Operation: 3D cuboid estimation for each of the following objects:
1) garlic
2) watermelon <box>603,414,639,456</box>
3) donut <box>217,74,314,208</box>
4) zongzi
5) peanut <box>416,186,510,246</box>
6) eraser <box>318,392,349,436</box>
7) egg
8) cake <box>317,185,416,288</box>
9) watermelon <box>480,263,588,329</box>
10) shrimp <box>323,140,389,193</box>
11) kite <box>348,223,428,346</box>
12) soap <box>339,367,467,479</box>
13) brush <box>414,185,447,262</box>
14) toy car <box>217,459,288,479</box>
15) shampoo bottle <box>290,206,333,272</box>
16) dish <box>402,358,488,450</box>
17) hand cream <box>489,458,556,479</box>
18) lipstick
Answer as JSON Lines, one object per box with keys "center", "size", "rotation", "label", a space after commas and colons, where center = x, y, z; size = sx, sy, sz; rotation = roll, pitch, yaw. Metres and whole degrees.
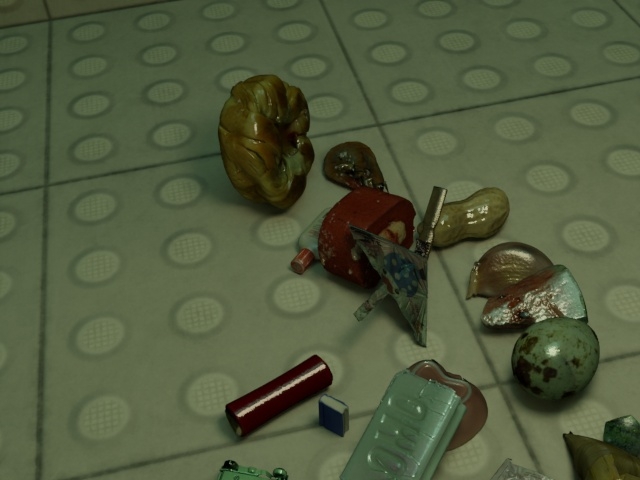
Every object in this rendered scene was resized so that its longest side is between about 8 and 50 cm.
{"center": [0.497, 0.084, 2.024], "size": [0.266, 0.149, 0.128], "rotation": [12, 10, 23], "label": "garlic"}
{"center": [0.618, 0.401, 1.712], "size": [0.092, 0.072, 0.085], "rotation": [-42, 57, 17], "label": "watermelon"}
{"center": [-0.135, -0.264, 2.277], "size": [0.170, 0.360, 0.360], "rotation": [-1, 42, 27], "label": "donut"}
{"center": [0.596, 0.463, 1.633], "size": [0.228, 0.115, 0.256], "rotation": [22, 8, -4], "label": "zongzi"}
{"center": [0.372, -0.053, 2.157], "size": [0.256, 0.124, 0.123], "rotation": [-21, 46, -13], "label": "peanut"}
{"center": [0.027, 0.365, 1.771], "size": [0.063, 0.085, 0.027], "rotation": [24, 49, 26], "label": "eraser"}
{"center": [0.505, 0.245, 1.798], "size": [0.231, 0.169, 0.169], "rotation": [-27, 47, -37], "label": "egg"}
{"center": [0.117, -0.019, 2.095], "size": [0.150, 0.177, 0.283], "rotation": [25, 50, 31], "label": "cake"}
{"center": [0.481, 0.146, 1.938], "size": [0.241, 0.094, 0.154], "rotation": [-18, 70, 4], "label": "watermelon"}
{"center": [0.095, -0.188, 2.359], "size": [0.152, 0.063, 0.287], "rotation": [-15, 41, -8], "label": "shrimp"}
{"center": [0.161, 0.099, 1.951], "size": [0.314, 0.011, 0.335], "rotation": [-32, 88, -45], "label": "kite"}
{"center": [0.165, 0.394, 1.657], "size": [0.150, 0.094, 0.261], "rotation": [23, 74, 28], "label": "soap"}
{"center": [0.262, -0.017, 2.088], "size": [0.043, 0.036, 0.248], "rotation": [16, 83, 18], "label": "brush"}
{"center": [-0.137, 0.485, 1.684], "size": [0.143, 0.054, 0.073], "rotation": [6, 43, 9], "label": "toy car"}
{"center": [0.000, 0.000, 2.179], "size": [0.108, 0.051, 0.221], "rotation": [22, 50, 24], "label": "shampoo bottle"}
{"center": [0.247, 0.329, 1.785], "size": [0.213, 0.090, 0.213], "rotation": [-3, 44, 3], "label": "dish"}
{"center": [0.450, 0.500, 1.623], "size": [0.257, 0.050, 0.084], "rotation": [23, 53, 30], "label": "hand cream"}
{"center": [-0.088, 0.332, 1.822], "size": [0.241, 0.080, 0.080], "rotation": [-27, 48, -22], "label": "lipstick"}
